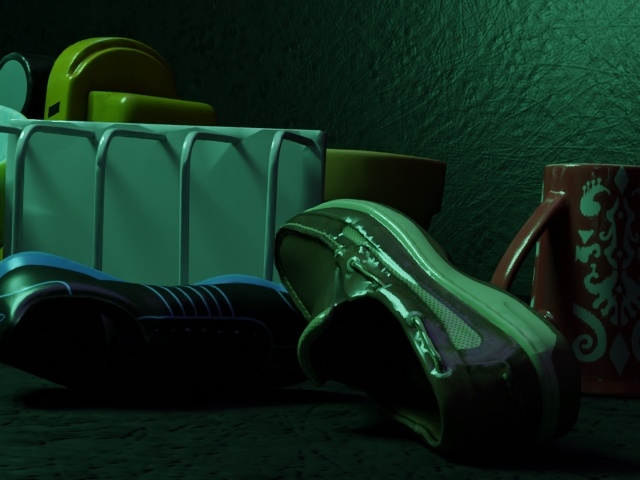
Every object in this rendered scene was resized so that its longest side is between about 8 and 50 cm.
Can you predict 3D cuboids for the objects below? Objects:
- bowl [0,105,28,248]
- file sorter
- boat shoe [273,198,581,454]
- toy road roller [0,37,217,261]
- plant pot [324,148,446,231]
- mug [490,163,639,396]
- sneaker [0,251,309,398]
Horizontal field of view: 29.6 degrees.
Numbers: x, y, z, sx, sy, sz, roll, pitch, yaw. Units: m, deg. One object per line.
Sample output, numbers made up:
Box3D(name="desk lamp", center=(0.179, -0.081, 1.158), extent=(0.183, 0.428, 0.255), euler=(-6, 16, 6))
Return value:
Box3D(name="bowl", center=(-0.404, -0.013, 1.139), extent=(0.289, 0.156, 0.289), euler=(-3, 26, 1))
Box3D(name="file sorter", center=(-0.147, 0.000, 0.962), extent=(0.277, 0.193, 0.173), euler=(3, 3, 8))
Box3D(name="boat shoe", center=(0.027, 0.041, 0.679), extent=(0.095, 0.095, 0.257), euler=(-14, 22, -27))
Box3D(name="toy road roller", center=(-0.252, -0.072, 1.421), extent=(0.202, 0.329, 0.240), euler=(2, 5, -45))
Box3D(name="plant pot", center=(0.000, 0.000, 1.462), extent=(0.291, 0.203, 0.291), euler=(4, 0, 0))
Box3D(name="mug", center=(0.204, 0.028, 0.912), extent=(0.113, 0.169, 0.150), euler=(4, 0, 34))
Box3D(name="sneaker", center=(-0.094, 0.065, 0.756), extent=(0.232, 0.081, 0.090), euler=(8, 20, -18))
